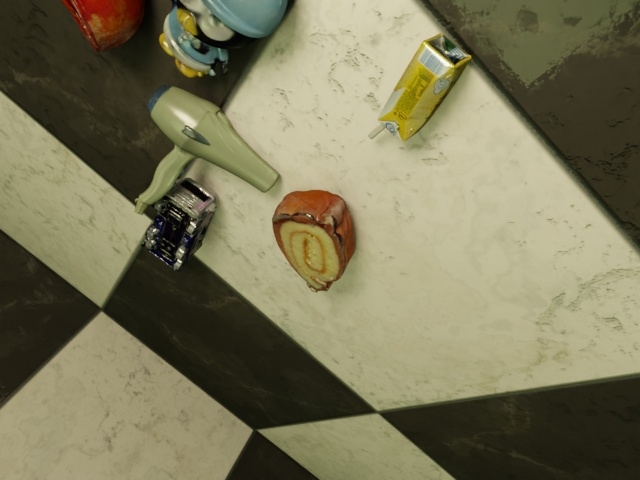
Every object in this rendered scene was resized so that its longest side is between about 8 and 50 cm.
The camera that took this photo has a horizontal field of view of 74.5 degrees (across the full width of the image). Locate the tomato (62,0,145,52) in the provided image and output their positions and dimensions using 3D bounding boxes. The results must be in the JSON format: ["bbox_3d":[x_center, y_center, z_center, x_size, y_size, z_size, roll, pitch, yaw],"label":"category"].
[{"bbox_3d":[-0.395,-0.456,0.749,0.233,0.140,0.200,33,148,60],"label":"tomato"}]

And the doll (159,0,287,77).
[{"bbox_3d":[-0.161,-0.379,0.668,0.314,0.141,0.177,-22,111,48],"label":"doll"}]

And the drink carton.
[{"bbox_3d":[0.145,-0.217,0.670,0.074,0.084,0.200,41,141,8],"label":"drink carton"}]

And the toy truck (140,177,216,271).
[{"bbox_3d":[-0.360,-0.049,1.110,0.124,0.155,0.268,36,137,-3],"label":"toy truck"}]

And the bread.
[{"bbox_3d":[-0.011,-0.002,0.949,0.190,0.123,0.244,13,135,25],"label":"bread"}]

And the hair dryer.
[{"bbox_3d":[-0.245,-0.154,0.929,0.296,0.119,0.298,17,114,-7],"label":"hair dryer"}]
